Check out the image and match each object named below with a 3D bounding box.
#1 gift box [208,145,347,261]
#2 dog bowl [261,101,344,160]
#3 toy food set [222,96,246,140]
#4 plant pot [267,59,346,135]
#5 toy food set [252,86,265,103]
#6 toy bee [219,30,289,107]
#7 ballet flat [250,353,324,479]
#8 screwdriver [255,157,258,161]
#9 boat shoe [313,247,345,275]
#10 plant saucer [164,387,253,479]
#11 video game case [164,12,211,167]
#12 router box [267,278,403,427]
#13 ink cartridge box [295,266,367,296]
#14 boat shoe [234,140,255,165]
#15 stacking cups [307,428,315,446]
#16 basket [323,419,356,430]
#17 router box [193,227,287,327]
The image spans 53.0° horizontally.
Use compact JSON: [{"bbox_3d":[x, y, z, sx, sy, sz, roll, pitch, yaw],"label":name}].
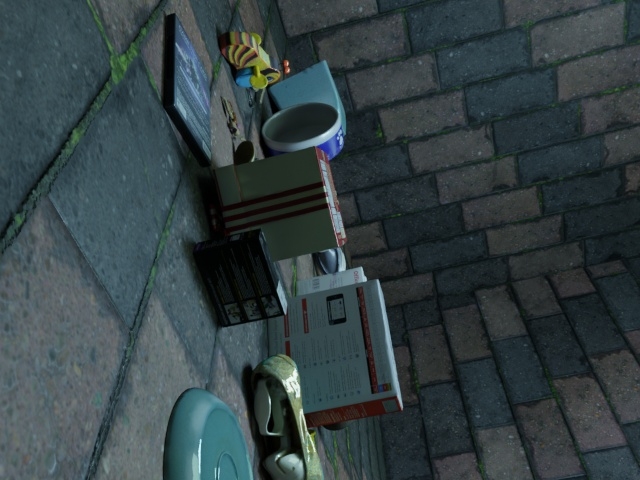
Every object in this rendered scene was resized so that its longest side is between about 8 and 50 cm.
[{"bbox_3d":[-0.093,-0.048,1.413,0.255,0.258,0.276,8,71,-82],"label":"gift box"},{"bbox_3d":[-0.057,-0.351,2.142,0.265,0.265,0.104,-93,171,-50],"label":"dog bowl"},{"bbox_3d":[-0.237,-0.323,1.725,0.078,0.019,0.122,-46,115,-81],"label":"toy food set"},{"bbox_3d":[-0.024,-0.501,2.507,0.247,0.248,0.252,31,34,-80],"label":"plant pot"},{"bbox_3d":[-0.228,-0.558,2.134,0.132,0.038,0.192,-84,166,-46],"label":"toy food set"},{"bbox_3d":[-0.183,-0.534,1.928,0.298,0.162,0.195,4,72,-82],"label":"toy bee"},{"bbox_3d":[-0.080,0.419,1.359,0.123,0.123,0.348,24,54,-80],"label":"ballet flat"},{"bbox_3d":[-0.172,-0.163,1.900,0.024,0.025,0.170,-83,158,-68],"label":"screwdriver"},{"bbox_3d":[0.000,0.000,2.595,0.158,0.127,0.340,29,40,-71],"label":"boat shoe"},{"bbox_3d":[-0.161,0.389,1.017,0.317,0.044,0.317,-12,90,-82],"label":"plant saucer"},{"bbox_3d":[-0.281,-0.321,1.375,0.196,0.026,0.274,66,13,-56],"label":"video game case"},{"bbox_3d":[0.026,0.277,1.585,0.082,0.301,0.335,68,13,-49],"label":"router box"},{"bbox_3d":[0.052,0.222,2.107,0.171,0.233,0.168,-92,167,-52],"label":"ink cartridge box"},{"bbox_3d":[-0.196,-0.191,1.687,0.049,0.056,0.152,74,17,-61],"label":"boat shoe"},{"bbox_3d":[-0.025,0.596,1.454,0.096,0.096,0.316,25,53,-80],"label":"stacking cups"},{"bbox_3d":[0.037,0.434,1.980,0.204,0.154,0.227,-52,131,-37],"label":"basket"},{"bbox_3d":[-0.153,0.075,1.246,0.046,0.133,0.179,-86,162,-63],"label":"router box"}]
